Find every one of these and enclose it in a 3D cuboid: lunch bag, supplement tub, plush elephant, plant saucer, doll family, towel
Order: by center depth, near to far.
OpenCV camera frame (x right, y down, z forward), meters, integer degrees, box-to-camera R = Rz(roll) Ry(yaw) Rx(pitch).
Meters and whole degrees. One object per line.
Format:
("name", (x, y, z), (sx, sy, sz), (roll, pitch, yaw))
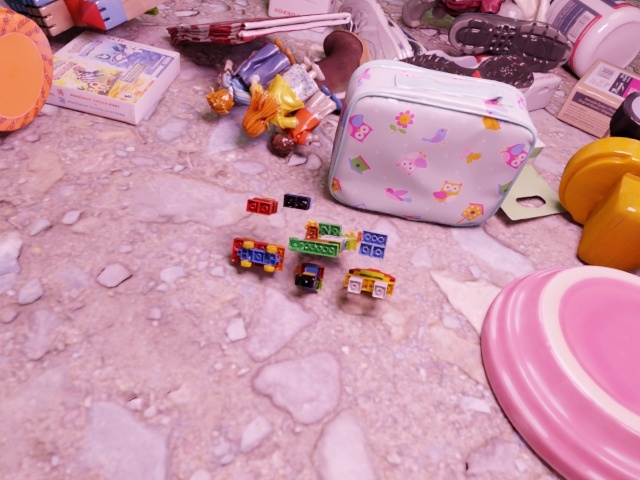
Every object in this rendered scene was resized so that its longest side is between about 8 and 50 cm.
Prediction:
("plant saucer", (0.368, 0.149, 0.606), (0.331, 0.084, 0.332), (8, 44, -7))
("supplement tub", (-0.581, -0.283, 0.709), (0.337, 0.207, 0.207), (19, 44, 6))
("lunch bag", (0.160, -0.141, 0.742), (0.278, 0.224, 0.108), (9, 45, -4))
("doll family", (-0.101, -0.255, 0.844), (0.163, 0.118, 0.263), (-43, 62, -6))
("towel", (-0.130, -0.415, 0.984), (0.236, 0.037, 0.329), (-22, 30, -30))
("plush elephant", (0.400, -0.575, 1.246), (0.329, 0.272, 0.256), (-34, 97, -2))
("supplement tub", (0.686, -0.561, 1.315), (0.191, 0.191, 0.272), (-6, 48, -19))

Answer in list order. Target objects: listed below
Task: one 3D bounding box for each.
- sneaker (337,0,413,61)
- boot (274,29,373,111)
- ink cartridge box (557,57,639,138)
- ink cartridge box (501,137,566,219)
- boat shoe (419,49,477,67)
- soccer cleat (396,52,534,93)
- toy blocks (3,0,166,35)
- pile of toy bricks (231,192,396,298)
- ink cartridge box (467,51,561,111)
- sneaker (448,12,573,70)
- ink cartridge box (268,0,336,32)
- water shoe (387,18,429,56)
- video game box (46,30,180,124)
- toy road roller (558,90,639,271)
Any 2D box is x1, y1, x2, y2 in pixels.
("sneaker", (0.095, -0.453, 1.118), (0.115, 0.105, 0.281), (-23, 51, -9))
("boot", (0.004, -0.343, 0.998), (0.206, 0.090, 0.249), (-11, 53, -26))
("ink cartridge box", (0.673, -0.310, 1.137), (0.193, 0.088, 0.234), (32, 46, 19))
("ink cartridge box", (0.331, -0.145, 0.886), (0.171, 0.056, 0.235), (-9, 51, -31))
("boat shoe", (0.242, -0.350, 1.062), (0.084, 0.095, 0.258), (15, 20, 38))
("soccer cleat", (0.252, -0.280, 0.954), (0.317, 0.116, 0.109), (-10, 67, -21))
("toy blocks", (-0.461, -0.480, 0.943), (0.381, 0.191, 0.261), (20, 51, 28))
("pile of toy bricks", (0.000, 0.000, 0.662), (0.212, 0.118, 0.105), (11, 11, 10))
("ink cartridge box", (0.429, -0.367, 1.142), (0.127, 0.072, 0.175), (-20, 53, -30))
("sneaker", (0.416, -0.451, 1.099), (0.267, 0.101, 0.106), (16, 42, 3))
("ink cartridge box", (-0.032, -0.623, 1.189), (0.148, 0.203, 0.086), (19, 42, 5))
("water shoe", (0.193, -0.450, 1.185), (0.080, 0.073, 0.203), (13, 34, -43))
("video game box", (-0.373, -0.294, 0.887), (0.186, 0.048, 0.205), (12, 44, 1))
("toy road roller", (0.541, -0.048, 0.776), (0.329, 0.203, 0.241), (26, 60, 12))
